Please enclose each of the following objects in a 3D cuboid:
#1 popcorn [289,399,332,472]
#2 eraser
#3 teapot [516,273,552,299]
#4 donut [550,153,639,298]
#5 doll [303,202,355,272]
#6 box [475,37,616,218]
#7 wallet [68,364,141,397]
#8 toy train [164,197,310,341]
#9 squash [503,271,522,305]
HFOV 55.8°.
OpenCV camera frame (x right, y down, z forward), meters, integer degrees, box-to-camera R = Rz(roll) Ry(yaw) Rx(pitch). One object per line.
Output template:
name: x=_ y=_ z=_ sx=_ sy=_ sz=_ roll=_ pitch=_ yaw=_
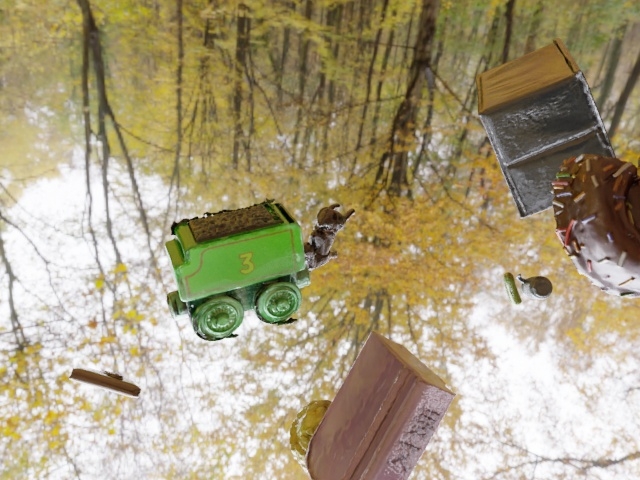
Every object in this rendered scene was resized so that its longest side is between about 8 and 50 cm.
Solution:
popcorn: x=0.032 y=0.558 z=1.720 sx=0.233 sy=0.192 sz=0.266 roll=39 pitch=-159 yaw=12
eraser: x=0.117 y=0.420 z=1.347 sx=0.122 sy=0.359 sz=0.272 roll=27 pitch=-175 yaw=-25
teapot: x=0.447 y=0.098 z=1.275 sx=0.064 sy=0.049 sz=0.083 roll=10 pitch=175 yaw=2
donut: x=0.429 y=-0.033 z=0.808 sx=0.230 sy=0.216 sz=0.096 roll=3 pitch=169 yaw=-15
doll: x=0.000 y=0.000 z=1.142 sx=0.057 sy=0.139 sz=0.165 roll=26 pitch=-166 yaw=14
box: x=0.476 y=-0.252 z=1.304 sx=0.204 sy=0.251 sz=0.345 roll=-21 pitch=-160 yaw=22
wallet: x=-0.471 y=0.307 z=1.330 sx=0.153 sy=0.038 sz=0.118 roll=20 pitch=168 yaw=-17
toy train: x=-0.136 y=0.048 z=0.991 sx=0.243 sy=0.188 sz=0.132 roll=-15 pitch=-153 yaw=-16
squash: x=0.445 y=0.110 z=1.411 sx=0.027 sy=0.083 sz=0.027 roll=-22 pitch=-161 yaw=8
